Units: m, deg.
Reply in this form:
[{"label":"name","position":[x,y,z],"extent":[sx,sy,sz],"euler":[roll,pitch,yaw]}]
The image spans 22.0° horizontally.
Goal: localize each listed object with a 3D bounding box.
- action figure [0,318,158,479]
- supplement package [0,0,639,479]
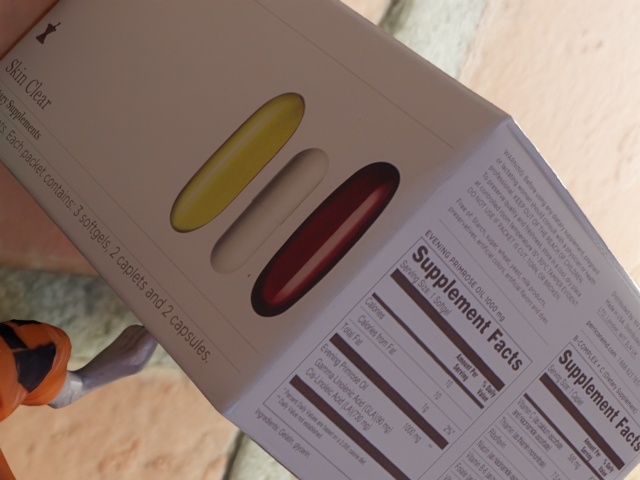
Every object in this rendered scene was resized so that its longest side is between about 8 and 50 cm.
[{"label":"action figure","position":[-0.169,0.141,0.644],"extent":[0.178,0.341,0.330],"euler":[-29,150,32]},{"label":"supplement package","position":[0.000,0.000,0.710],"extent":[0.145,0.262,0.204],"euler":[-46,133,-3]}]
